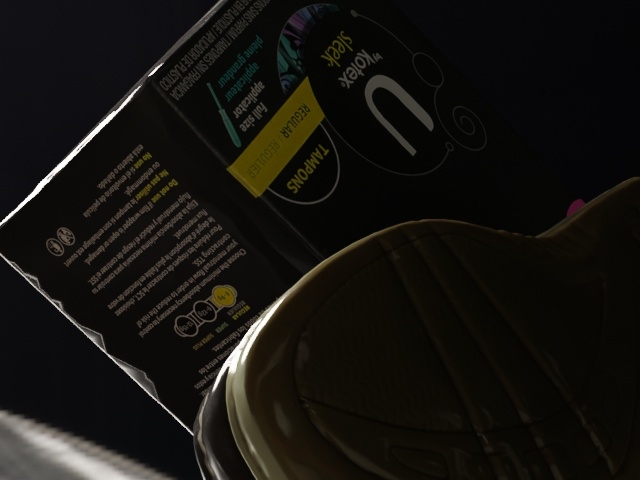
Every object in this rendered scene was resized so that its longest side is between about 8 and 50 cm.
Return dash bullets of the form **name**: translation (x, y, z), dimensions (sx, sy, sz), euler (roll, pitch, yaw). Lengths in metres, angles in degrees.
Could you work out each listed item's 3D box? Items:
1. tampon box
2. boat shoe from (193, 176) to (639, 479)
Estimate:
- **tampon box**: translation (0.000, 0.000, 0.570), dimensions (0.101, 0.161, 0.120), euler (-38, 12, 41)
- **boat shoe**: translation (0.039, 0.037, 0.424), dimensions (0.073, 0.080, 0.223), euler (-35, -9, 34)
